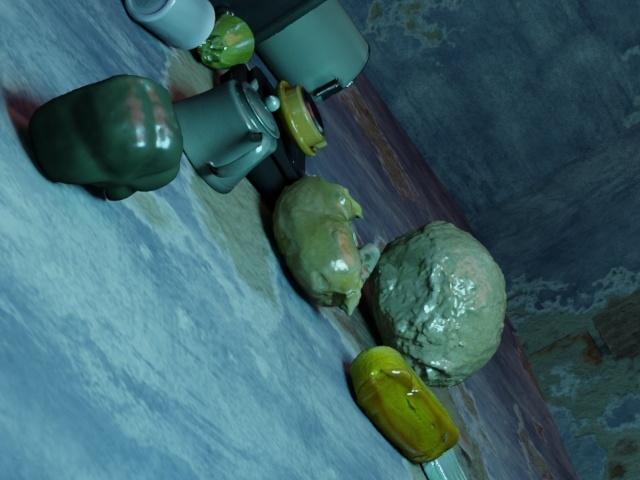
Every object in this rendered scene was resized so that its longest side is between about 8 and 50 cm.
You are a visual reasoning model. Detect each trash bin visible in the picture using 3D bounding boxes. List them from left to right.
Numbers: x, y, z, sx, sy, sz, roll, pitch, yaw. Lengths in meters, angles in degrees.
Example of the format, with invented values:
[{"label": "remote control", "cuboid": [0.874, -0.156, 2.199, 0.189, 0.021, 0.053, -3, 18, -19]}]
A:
[{"label": "trash bin", "cuboid": [-0.045, -0.471, 2.535, 0.262, 0.217, 0.277, 50, 21, -36]}]

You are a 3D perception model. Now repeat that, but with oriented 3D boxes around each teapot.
[{"label": "teapot", "cuboid": [-0.124, -0.170, 1.729, 0.162, 0.149, 0.239, 54, 14, -29]}]

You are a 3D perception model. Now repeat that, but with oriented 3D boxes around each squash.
[{"label": "squash", "cuboid": [-0.187, -0.341, 2.039, 0.105, 0.105, 0.132, 57, 29, -10]}]

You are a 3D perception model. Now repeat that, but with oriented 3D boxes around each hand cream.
[{"label": "hand cream", "cuboid": [0.062, 0.058, 2.046, 0.057, 0.037, 0.165, 55, 46, -18]}]

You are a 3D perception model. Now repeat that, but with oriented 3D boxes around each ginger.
[{"label": "ginger", "cuboid": [0.000, 0.000, 1.847, 0.138, 0.152, 0.267, 94, -7, -65]}]

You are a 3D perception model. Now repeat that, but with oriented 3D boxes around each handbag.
[{"label": "handbag", "cuboid": [-0.087, -0.168, 2.022, 0.244, 0.088, 0.275, 55, 12, -35]}]

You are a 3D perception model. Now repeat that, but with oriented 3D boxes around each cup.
[{"label": "cup", "cuboid": [-0.259, -0.376, 1.845, 0.133, 0.136, 0.099, 27, 69, -66]}]

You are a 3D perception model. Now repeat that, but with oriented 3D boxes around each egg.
[{"label": "egg", "cuboid": [0.220, 0.117, 2.126, 0.279, 0.279, 0.310, 33, 47, -62]}]

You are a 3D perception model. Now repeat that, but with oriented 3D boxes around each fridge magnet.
[{"label": "fridge magnet", "cuboid": [-0.035, -0.213, 1.973, 0.143, 0.063, 0.143, -22, 90, -79]}]

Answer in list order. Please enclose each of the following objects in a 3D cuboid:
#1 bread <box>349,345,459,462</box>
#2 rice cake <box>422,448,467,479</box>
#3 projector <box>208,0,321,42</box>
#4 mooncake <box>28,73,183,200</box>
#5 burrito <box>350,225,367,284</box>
[{"label": "bread", "cuboid": [0.139, 0.271, 1.851, 0.245, 0.102, 0.094, 52, 13, -36]}, {"label": "rice cake", "cuboid": [0.237, 0.436, 1.992, 0.198, 0.037, 0.189, 61, 13, 4]}, {"label": "projector", "cuboid": [-0.117, -0.615, 2.161, 0.395, 0.405, 0.242, 59, 13, -3]}, {"label": "mooncake", "cuboid": [-0.234, -0.106, 1.253, 0.175, 0.168, 0.104, -5, 75, -41]}, {"label": "burrito", "cuboid": [0.039, 0.003, 2.099, 0.064, 0.064, 0.203, -99, 168, -58]}]
